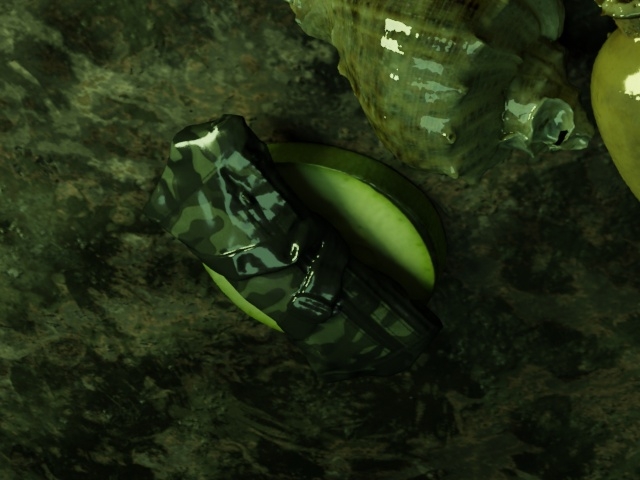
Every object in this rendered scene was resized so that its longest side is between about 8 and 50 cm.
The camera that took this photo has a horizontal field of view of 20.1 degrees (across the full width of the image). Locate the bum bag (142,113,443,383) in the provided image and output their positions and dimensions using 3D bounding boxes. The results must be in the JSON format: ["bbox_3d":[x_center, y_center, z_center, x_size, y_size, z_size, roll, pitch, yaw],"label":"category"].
[{"bbox_3d":[-0.032,0.022,1.716,0.144,0.095,0.340,-33,118,23],"label":"bum bag"}]

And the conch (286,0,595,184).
[{"bbox_3d":[0.095,-0.153,1.488,0.291,0.159,0.210,21,141,1],"label":"conch"}]

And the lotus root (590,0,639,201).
[{"bbox_3d":[0.310,-0.092,1.486,0.146,0.131,0.303,-25,127,12],"label":"lotus root"}]

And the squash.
[{"bbox_3d":[0.000,0.000,1.784,0.252,0.049,0.252,10,136,10],"label":"squash"}]
